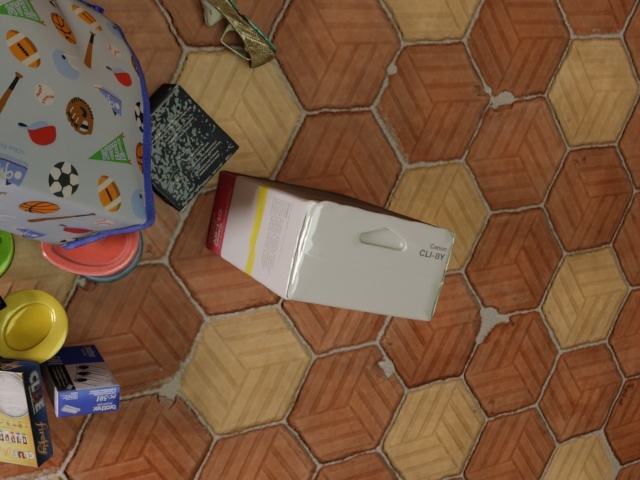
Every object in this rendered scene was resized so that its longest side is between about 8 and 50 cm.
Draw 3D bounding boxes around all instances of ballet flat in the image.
[{"bbox_3d":[-0.161,-0.384,1.384,0.067,0.073,0.206,-42,113,3],"label":"ballet flat"}]

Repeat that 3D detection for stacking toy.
[{"bbox_3d":[-0.470,0.024,1.325,0.279,0.130,0.309,41,78,-1],"label":"stacking toy"}]

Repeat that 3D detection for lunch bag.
[{"bbox_3d":[-0.423,-0.212,1.127,0.328,0.239,0.385,22,60,-58],"label":"lunch bag"}]

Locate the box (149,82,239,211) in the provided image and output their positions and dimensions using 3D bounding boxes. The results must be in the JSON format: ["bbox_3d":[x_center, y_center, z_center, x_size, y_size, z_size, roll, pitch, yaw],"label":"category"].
[{"bbox_3d":[-0.256,-0.163,1.368,0.156,0.093,0.158,-49,118,-9],"label":"box"}]

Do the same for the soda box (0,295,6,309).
[{"bbox_3d":[-0.555,0.044,1.214,0.060,0.053,0.168,-31,88,-12],"label":"soda box"}]

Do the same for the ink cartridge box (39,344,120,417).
[{"bbox_3d":[-0.405,0.230,1.314,0.097,0.207,0.046,-1,102,-26],"label":"ink cartridge box"}]

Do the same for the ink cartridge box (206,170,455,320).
[{"bbox_3d":[0.000,0.000,1.366,0.279,0.385,0.160,11,96,-28],"label":"ink cartridge box"}]

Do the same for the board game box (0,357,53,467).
[{"bbox_3d":[-0.548,0.264,1.252,0.244,0.042,0.165,3,107,18],"label":"board game box"}]
